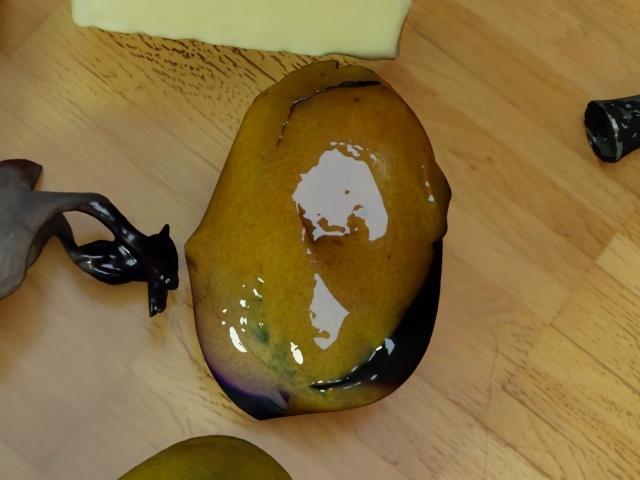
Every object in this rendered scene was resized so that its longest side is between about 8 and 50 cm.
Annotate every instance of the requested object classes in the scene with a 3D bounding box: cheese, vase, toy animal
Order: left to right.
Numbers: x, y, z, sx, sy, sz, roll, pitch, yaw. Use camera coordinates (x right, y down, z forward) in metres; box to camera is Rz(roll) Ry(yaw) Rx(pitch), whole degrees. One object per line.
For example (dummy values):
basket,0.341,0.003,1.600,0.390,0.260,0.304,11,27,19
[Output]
toy animal,-0.255,0.010,1.058,0.324,0.090,0.195,-15,43,-40
cheese,-0.058,-0.271,1.164,0.266,0.123,0.242,6,44,-5
vase,0.318,-0.119,1.234,0.167,0.059,0.059,-19,77,-12

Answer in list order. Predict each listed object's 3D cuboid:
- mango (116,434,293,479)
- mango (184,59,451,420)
mango,-0.132,0.243,1.027,0.262,0.167,0.130,-35,67,-12
mango,0.000,0.000,1.111,0.201,0.152,0.287,17,73,-5
